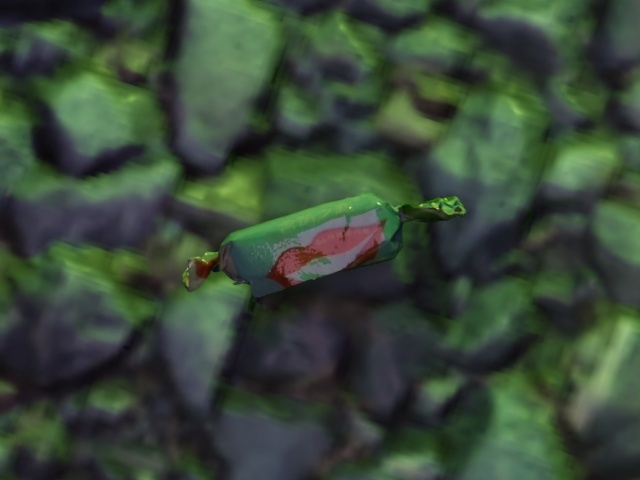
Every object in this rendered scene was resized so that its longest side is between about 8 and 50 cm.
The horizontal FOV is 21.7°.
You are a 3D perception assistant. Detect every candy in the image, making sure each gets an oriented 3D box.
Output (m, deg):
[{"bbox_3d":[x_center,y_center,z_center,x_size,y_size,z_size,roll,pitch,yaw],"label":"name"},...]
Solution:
[{"bbox_3d":[0.000,0.001,0.470,0.083,0.030,0.020,-15,95,3],"label":"candy"}]
